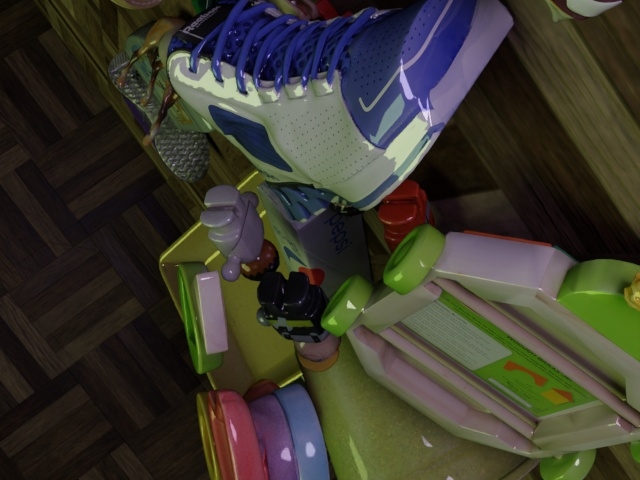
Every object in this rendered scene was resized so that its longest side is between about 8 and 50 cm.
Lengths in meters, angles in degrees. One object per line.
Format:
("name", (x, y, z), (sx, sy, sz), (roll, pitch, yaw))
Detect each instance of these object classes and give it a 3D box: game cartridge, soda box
("game cartridge", (-0.262, -0.285, 1.400), (0.198, 0.062, 0.297), (53, 169, -19))
("soda box", (0.000, 0.000, 1.103), (0.091, 0.098, 0.286), (47, 166, 26))

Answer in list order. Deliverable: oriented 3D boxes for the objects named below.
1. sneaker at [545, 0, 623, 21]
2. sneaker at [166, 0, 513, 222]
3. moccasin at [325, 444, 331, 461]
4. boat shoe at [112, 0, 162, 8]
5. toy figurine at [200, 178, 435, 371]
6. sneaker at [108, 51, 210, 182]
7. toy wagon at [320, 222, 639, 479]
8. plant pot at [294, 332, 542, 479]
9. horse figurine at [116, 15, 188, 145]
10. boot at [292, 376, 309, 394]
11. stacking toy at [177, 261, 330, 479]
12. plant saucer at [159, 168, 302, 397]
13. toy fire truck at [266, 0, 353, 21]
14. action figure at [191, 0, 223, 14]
("sneaker", (0.076, -0.178, 0.353), (0.185, 0.070, 0.084), (55, 163, -4))
("sneaker", (-0.022, -0.116, 0.591), (0.182, 0.127, 0.315), (39, 161, -12))
("moccasin", (0.050, 0.311, 1.360), (0.147, 0.139, 0.380), (59, 161, 14))
("boat shoe", (-0.226, -0.370, 0.832), (0.110, 0.122, 0.341), (47, 166, 32))
("toy figurine", (0.004, 0.000, 0.814), (0.213, 0.209, 0.148), (46, 172, 35))
("sneaker", (-0.319, -0.247, 1.640), (0.293, 0.102, 0.146), (58, 172, 0))
("toy wagon", (0.162, 0.086, 0.618), (0.267, 0.068, 0.344), (35, 149, -7))
("plant pot", (0.099, 0.201, 0.994), (0.253, 0.276, 0.276), (64, 170, 9))
("horse figurine", (-0.210, -0.246, 1.129), (0.066, 0.174, 0.263), (24, -156, -39))
("boot", (-0.052, 0.159, 1.713), (0.367, 0.146, 0.445), (46, 162, 23))
("stacking toy", (-0.065, 0.152, 0.879), (0.309, 0.131, 0.279), (174, 86, -75))
("plant saucer", (-0.105, 0.093, 1.378), (0.333, 0.081, 0.332), (-37, 72, 35))
("toy fire truck", (-0.020, -0.203, 0.706), (0.135, 0.047, 0.192), (53, 169, 0))
("action figure", (-0.096, -0.222, 0.813), (0.232, 0.064, 0.137), (-119, 10, -53))
